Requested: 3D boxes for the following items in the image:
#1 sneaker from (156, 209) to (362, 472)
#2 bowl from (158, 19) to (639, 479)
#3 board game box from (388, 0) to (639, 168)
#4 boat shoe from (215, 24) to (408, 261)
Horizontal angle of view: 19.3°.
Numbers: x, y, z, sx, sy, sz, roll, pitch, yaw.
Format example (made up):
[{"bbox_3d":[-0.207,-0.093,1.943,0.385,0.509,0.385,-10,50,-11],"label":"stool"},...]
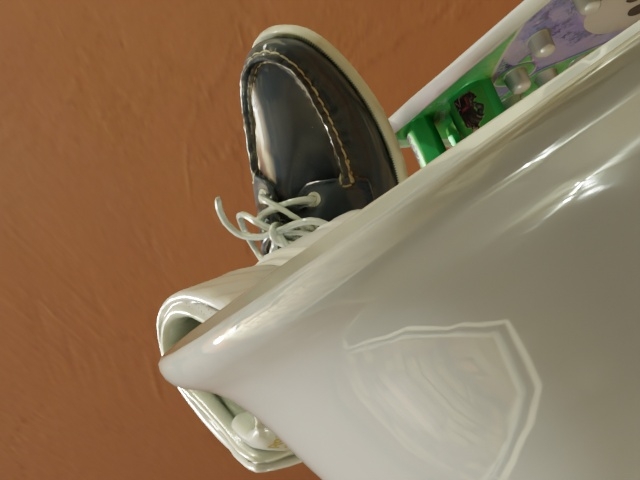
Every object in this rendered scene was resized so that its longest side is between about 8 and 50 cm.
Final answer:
[{"bbox_3d":[0.048,0.083,0.917,0.169,0.108,0.292,-22,-147,-39],"label":"sneaker"},{"bbox_3d":[0.116,-0.001,0.483,0.298,0.298,0.134,-35,-90,-6],"label":"bowl"},{"bbox_3d":[0.291,-0.150,1.146,0.390,0.390,0.050,-40,-114,37],"label":"board game box"},{"bbox_3d":[0.000,0.000,1.113,0.095,0.254,0.079,7,-147,38],"label":"boat shoe"}]
